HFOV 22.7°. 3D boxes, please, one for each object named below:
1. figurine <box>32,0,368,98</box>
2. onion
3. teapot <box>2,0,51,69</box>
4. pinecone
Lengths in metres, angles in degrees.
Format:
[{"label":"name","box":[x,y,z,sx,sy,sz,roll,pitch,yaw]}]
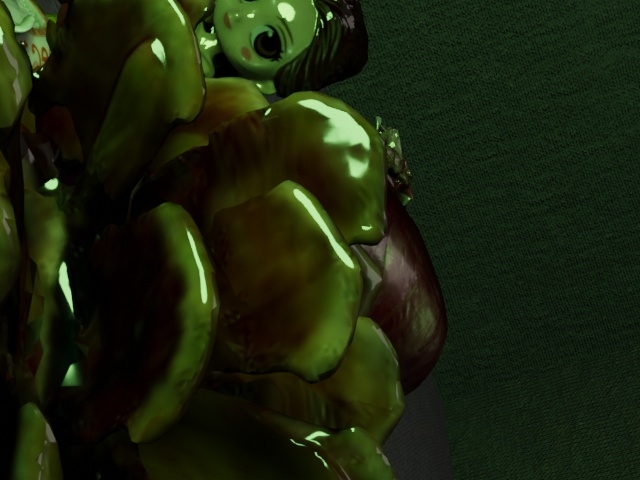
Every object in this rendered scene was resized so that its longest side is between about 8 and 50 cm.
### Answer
[{"label":"figurine","box":[-0.121,-0.135,1.200,0.168,0.315,0.187,64,12,-48]},{"label":"onion","box":[0.000,0.000,1.645,0.348,0.285,0.347,38,-14,11]},{"label":"teapot","box":[-0.250,-0.155,1.081,0.159,0.116,0.245,17,24,-32]},{"label":"pinecone","box":[-0.166,0.035,0.566,0.384,0.384,0.384,-17,90,-81]}]
